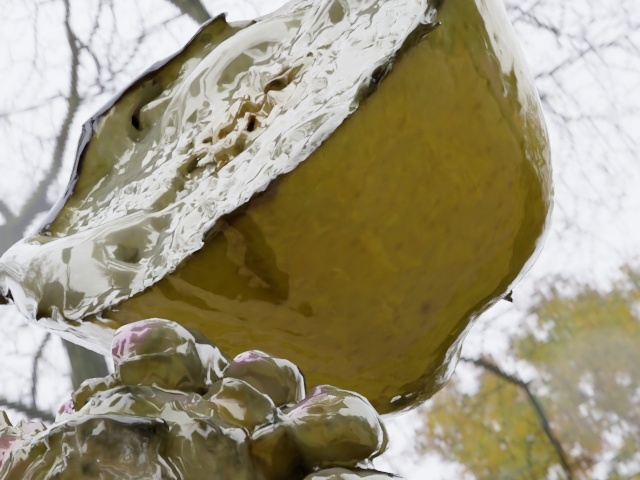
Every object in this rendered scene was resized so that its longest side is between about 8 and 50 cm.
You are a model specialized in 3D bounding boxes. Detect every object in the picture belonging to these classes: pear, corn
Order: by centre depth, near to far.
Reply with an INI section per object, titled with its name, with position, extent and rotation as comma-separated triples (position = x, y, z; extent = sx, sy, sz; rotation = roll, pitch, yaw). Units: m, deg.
[corn]
position = -0.017, 0.141, 0.465
extent = 0.127, 0.126, 0.335
rotation = -22, -32, -3
[pear]
position = 0.002, 0.000, 0.684
extent = 0.267, 0.267, 0.178
rotation = -36, -72, 9
